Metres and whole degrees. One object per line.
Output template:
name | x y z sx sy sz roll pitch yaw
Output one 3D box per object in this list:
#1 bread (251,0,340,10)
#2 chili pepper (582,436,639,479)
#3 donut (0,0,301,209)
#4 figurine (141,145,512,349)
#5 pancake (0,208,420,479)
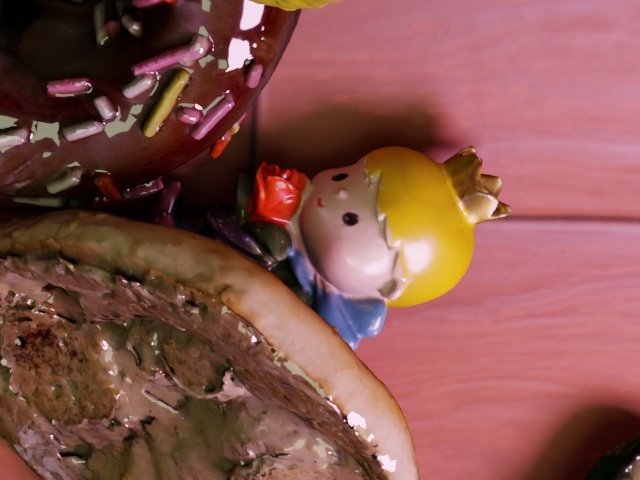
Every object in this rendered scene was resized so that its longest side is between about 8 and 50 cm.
bread | -0.014 -0.327 0.992 0.308 0.348 0.348 -44 118 -15
chili pepper | 0.308 0.231 1.501 0.264 0.116 0.148 15 106 -13
donut | -0.181 -0.142 1.228 0.345 0.136 0.259 5 117 -5
figurine | 0.000 -0.010 1.332 0.234 0.127 0.185 -36 105 26
pancake | -0.098 0.119 1.325 0.387 0.082 0.387 21 141 18
